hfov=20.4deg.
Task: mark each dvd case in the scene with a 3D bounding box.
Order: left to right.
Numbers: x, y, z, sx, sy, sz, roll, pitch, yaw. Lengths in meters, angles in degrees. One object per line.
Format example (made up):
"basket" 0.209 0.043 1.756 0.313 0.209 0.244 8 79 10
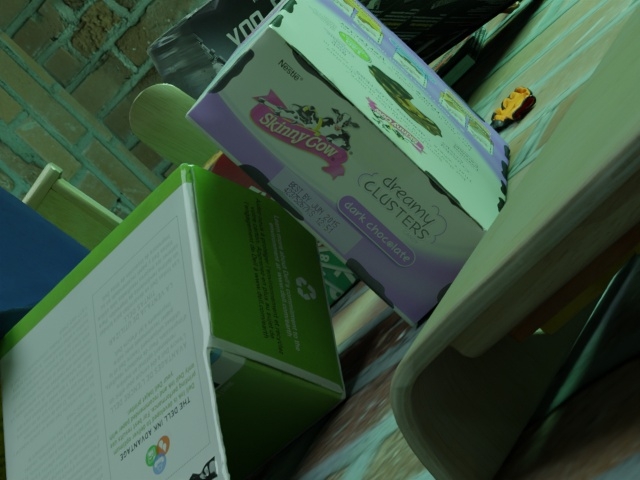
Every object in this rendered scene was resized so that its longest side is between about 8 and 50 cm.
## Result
"dvd case" 0.110 -0.148 1.582 0.087 0.013 0.119 -44 7 21

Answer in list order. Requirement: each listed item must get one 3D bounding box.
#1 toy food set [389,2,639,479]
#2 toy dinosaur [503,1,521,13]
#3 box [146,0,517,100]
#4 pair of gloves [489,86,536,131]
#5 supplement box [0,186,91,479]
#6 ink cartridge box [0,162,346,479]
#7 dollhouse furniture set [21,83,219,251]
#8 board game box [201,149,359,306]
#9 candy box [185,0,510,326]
"toy food set" 0.153 -0.048 0.570 0.219 0.092 0.306 -53 2 -37
"toy dinosaur" 0.178 -0.226 1.602 0.082 0.047 0.090 -58 -22 -20
"box" 0.039 -0.192 1.451 0.242 0.076 0.307 -34 -10 28
"pair of gloves" 0.108 -0.070 1.175 0.083 0.010 0.074 -47 7 3
"supplement box" -0.314 0.134 1.159 0.356 0.195 0.194 -62 -21 16
"ink cartridge box" -0.078 0.119 0.943 0.189 0.097 0.255 -41 43 32
"dollhouse furniture set" -0.158 0.015 1.414 0.303 0.174 0.355 -55 7 0
"board game box" -0.063 0.023 1.186 0.259 0.124 0.039 -43 9 22
"candy box" 0.023 -0.060 0.988 0.070 0.165 0.196 -44 7 18
